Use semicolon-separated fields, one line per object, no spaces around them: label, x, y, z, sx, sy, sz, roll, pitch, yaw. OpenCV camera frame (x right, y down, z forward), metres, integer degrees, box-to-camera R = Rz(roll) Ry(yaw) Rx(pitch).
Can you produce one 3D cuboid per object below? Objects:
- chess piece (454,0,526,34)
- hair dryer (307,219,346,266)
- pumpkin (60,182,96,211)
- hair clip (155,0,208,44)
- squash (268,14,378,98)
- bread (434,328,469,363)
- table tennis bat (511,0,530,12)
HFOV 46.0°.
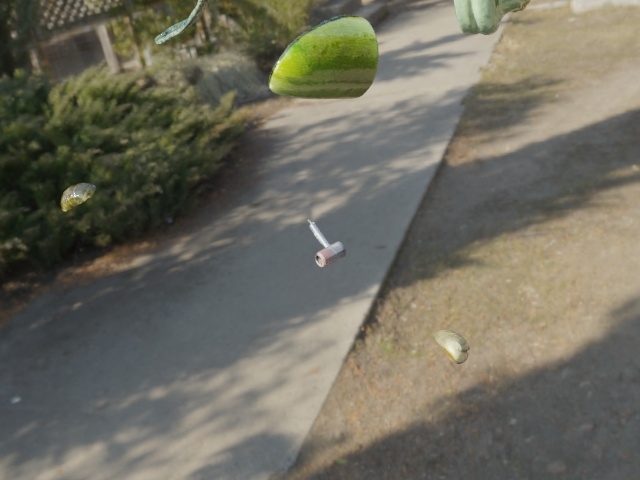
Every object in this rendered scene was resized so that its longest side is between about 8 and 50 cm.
chess piece;0.351;-0.419;1.126;0.299;0.194;0.194;-3;24;17
hair dryer;0.000;0.000;1.657;0.063;0.114;0.037;-26;-18;-29
pumpkin;-0.443;-0.085;1.363;0.083;0.028;0.050;-19;36;23
hair clip;-0.303;-0.497;1.695;0.229;0.036;0.066;-23;25;47
squash;-0.020;-0.494;2.087;0.309;0.233;0.210;-3;55;-28
bread;0.300;0.236;1.700;0.053;0.073;0.214;-33;-1;0
table tennis bat;0.347;-0.620;1.556;0.050;0.321;0.198;-26;3;30
